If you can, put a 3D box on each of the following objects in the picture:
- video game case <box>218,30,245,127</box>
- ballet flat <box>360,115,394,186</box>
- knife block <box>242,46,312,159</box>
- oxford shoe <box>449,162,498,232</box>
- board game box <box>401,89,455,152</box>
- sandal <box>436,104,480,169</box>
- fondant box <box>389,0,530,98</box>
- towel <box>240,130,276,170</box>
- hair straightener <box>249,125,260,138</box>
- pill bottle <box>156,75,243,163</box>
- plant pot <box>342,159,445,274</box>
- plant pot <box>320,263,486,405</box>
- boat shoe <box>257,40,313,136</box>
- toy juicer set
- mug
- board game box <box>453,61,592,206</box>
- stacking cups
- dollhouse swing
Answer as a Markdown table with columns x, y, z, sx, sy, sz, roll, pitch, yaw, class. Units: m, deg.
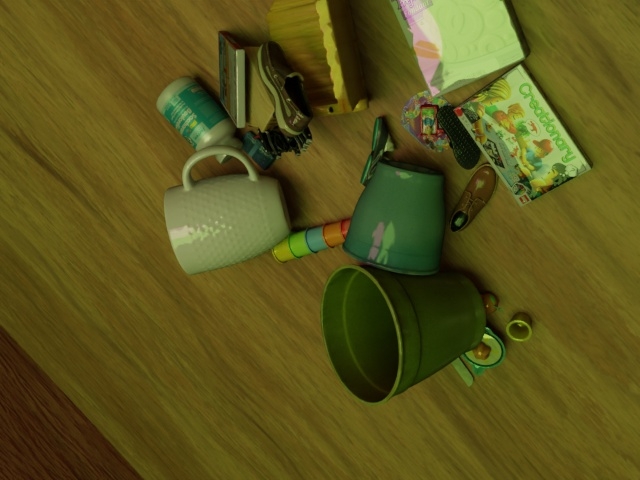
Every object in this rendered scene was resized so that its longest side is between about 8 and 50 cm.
| x | y | z | sx | sy | sz | roll | pitch | yaw | class |
| --- | --- | --- | --- | --- | --- | --- | --- | --- | --- |
| -0.247 | -0.452 | 1.643 | 0.025 | 0.285 | 0.204 | -6 | 120 | -17 | video game case |
| 0.165 | -0.240 | 1.638 | 0.074 | 0.074 | 0.203 | 21 | 116 | 17 | ballet flat |
| -0.111 | -0.358 | 1.547 | 0.242 | 0.088 | 0.275 | 24 | 120 | 48 | knife block |
| 0.405 | -0.105 | 1.571 | 0.076 | 0.076 | 0.212 | 30 | 122 | 14 | oxford shoe |
| 0.288 | -0.308 | 1.554 | 0.169 | 0.033 | 0.133 | 45 | 126 | 1 | board game box |
| 0.355 | -0.267 | 1.531 | 0.067 | 0.040 | 0.179 | -30 | 101 | 4 | sandal |
| 0.313 | -0.534 | 1.390 | 0.238 | 0.096 | 0.330 | -19 | 103 | 33 | fondant box |
| -0.195 | -0.275 | 1.824 | 0.119 | 0.029 | 0.067 | 45 | 127 | 1 | towel |
| -0.145 | -0.351 | 1.698 | 0.230 | 0.047 | 0.089 | 1 | 117 | 59 | hair straightener |
| -0.357 | -0.357 | 1.795 | 0.264 | 0.146 | 0.146 | 46 | 126 | 0 | pill bottle |
| 0.217 | -0.074 | 1.586 | 0.272 | 0.272 | 0.255 | 17 | 105 | 19 | plant pot |
| 0.242 | 0.222 | 1.614 | 0.366 | 0.353 | 0.366 | 20 | 114 | 56 | plant pot |
| -0.076 | -0.389 | 1.464 | 0.095 | 0.095 | 0.257 | -30 | 76 | 45 | boat shoe |
| 0.443 | 0.291 | 1.740 | 0.209 | 0.089 | 0.329 | 37 | 126 | 6 | toy juicer set |
| -0.277 | -0.106 | 1.773 | 0.328 | 0.276 | 0.374 | -14 | 119 | 2 | mug |
| 0.496 | -0.256 | 1.460 | 0.193 | 0.053 | 0.305 | -33 | 96 | 35 | board game box |
| 0.000 | 0.000 | 1.821 | 0.316 | 0.096 | 0.096 | -12 | 108 | 31 | stacking cups |
| -0.041 | -0.470 | 1.479 | 0.315 | 0.305 | 0.346 | -2 | 114 | 28 | dollhouse swing |
